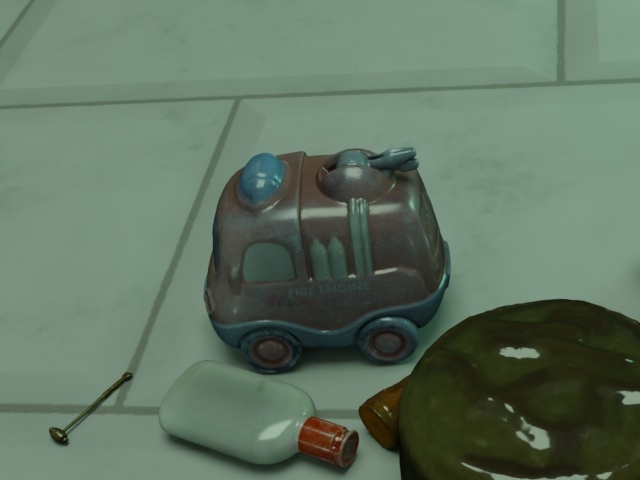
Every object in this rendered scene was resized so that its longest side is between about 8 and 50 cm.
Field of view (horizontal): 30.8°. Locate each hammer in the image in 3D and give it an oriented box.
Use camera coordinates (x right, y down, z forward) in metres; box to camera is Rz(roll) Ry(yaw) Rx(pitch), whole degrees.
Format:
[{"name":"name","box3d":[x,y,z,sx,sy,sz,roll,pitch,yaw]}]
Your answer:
[{"name":"hammer","box3d":[-0.262,0.190,1.338,0.029,0.014,0.123,27,48,27]}]

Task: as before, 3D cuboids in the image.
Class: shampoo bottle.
[{"name":"shampoo bottle","box3d":[-0.063,0.193,1.253,0.220,0.051,0.108,13,41,28]}]

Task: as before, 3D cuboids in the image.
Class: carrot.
[{"name":"carrot","box3d":[0.134,0.144,1.274,0.057,0.057,0.224,27,48,38]}]

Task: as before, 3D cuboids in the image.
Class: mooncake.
[{"name":"mooncake","box3d":[0.212,0.186,1.116,0.284,0.156,0.284,-7,36,5]}]

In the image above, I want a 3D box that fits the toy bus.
[{"name":"toy bus","box3d":[0.000,0.000,1.335,0.294,0.232,0.197,-4,39,8]}]
